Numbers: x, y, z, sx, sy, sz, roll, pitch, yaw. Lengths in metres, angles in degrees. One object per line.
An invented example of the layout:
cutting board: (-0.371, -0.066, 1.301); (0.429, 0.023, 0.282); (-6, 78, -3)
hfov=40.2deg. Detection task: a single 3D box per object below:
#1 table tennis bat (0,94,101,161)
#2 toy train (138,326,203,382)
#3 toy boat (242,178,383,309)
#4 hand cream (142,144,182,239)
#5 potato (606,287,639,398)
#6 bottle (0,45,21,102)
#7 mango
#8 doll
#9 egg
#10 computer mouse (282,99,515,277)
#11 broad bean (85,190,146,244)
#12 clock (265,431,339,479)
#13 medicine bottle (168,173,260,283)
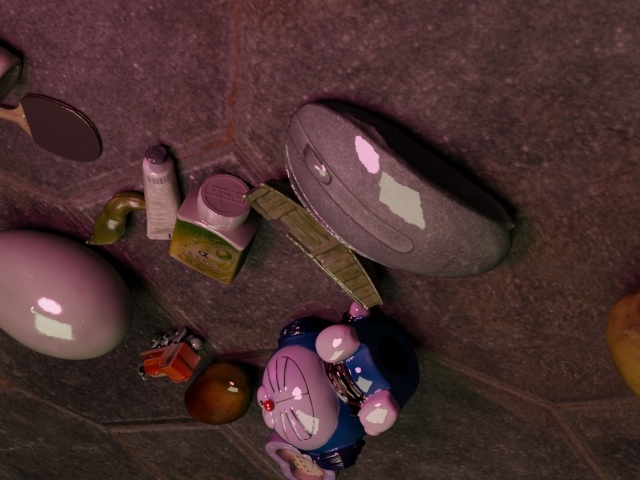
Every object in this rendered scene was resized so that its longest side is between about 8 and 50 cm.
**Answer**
table tennis bat: (-0.496, -0.205, 1.536); (0.246, 0.022, 0.138); (17, 142, 13)
toy train: (-0.329, 0.253, 1.884); (0.176, 0.118, 0.074); (-17, 122, 41)
toy boat: (0.000, 0.000, 1.429); (0.293, 0.055, 0.093); (44, 140, -18)
hand cream: (-0.274, -0.074, 1.526); (0.080, 0.050, 0.234); (1, 143, -4)
potato: (0.499, 0.149, 1.207); (0.228, 0.148, 0.197); (41, 155, -14)
bottle: (-0.614, -0.318, 1.411); (0.245, 0.104, 0.104); (32, 143, -5)
mango: (-0.213, 0.335, 1.910); (0.133, 0.111, 0.267); (48, 143, 0)
doll: (0.023, 0.264, 1.587); (0.310, 0.240, 0.284); (-34, 71, 36)
egg: (-0.548, 0.101, 1.753); (0.371, 0.230, 0.230); (27, 144, 12)
computer mouse: (0.101, -0.056, 1.251); (0.374, 0.114, 0.203); (30, 144, -1)
broad bean: (-0.384, -0.039, 1.635); (0.070, 0.048, 0.213); (41, 138, -18)
clock: (-0.026, 0.507, 2.031); (0.172, 0.064, 0.198); (-3, 133, 35)
medicine bottle: (-0.176, -0.024, 1.486); (0.132, 0.088, 0.188); (28, 144, 1)
